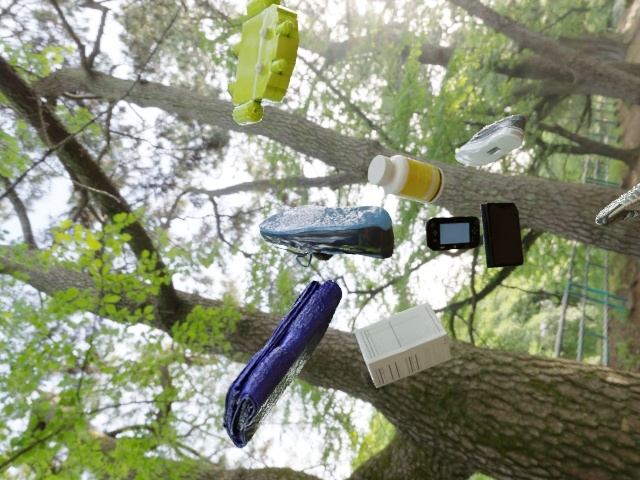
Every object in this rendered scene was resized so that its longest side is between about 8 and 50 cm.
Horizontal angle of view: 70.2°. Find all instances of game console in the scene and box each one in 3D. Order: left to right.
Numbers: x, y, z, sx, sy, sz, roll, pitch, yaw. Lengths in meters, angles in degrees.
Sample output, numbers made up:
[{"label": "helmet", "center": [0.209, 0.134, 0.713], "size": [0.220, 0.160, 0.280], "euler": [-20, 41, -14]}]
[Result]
[{"label": "game console", "center": [0.493, -0.012, 1.457], "size": [0.044, 0.361, 0.213], "euler": [162, 104, -69]}]

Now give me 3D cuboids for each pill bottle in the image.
[{"label": "pill bottle", "center": [0.138, -0.101, 0.741], "size": [0.116, 0.065, 0.065], "euler": [10, -81, -27]}]

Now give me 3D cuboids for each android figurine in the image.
[{"label": "android figurine", "center": [-0.116, -0.348, 0.879], "size": [0.056, 0.273, 0.248], "euler": [6, -81, -29]}]

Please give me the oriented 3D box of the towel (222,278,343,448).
[{"label": "towel", "center": [-0.076, 0.226, 0.884], "size": [0.308, 0.076, 0.228], "euler": [-47, -15, -43]}]

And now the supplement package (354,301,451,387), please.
[{"label": "supplement package", "center": [0.245, 0.312, 1.367], "size": [0.139, 0.244, 0.134], "euler": [-111, 1, -50]}]

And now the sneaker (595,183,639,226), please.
[{"label": "sneaker", "center": [0.848, -0.076, 1.181], "size": [0.228, 0.132, 0.086], "euler": [-36, -8, 1]}]

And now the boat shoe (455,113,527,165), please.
[{"label": "boat shoe", "center": [0.567, -0.336, 1.524], "size": [0.102, 0.108, 0.301], "euler": [-67, 11, -14]}]

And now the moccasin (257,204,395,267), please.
[{"label": "moccasin", "center": [0.000, 0.000, 0.993], "size": [0.138, 0.342, 0.117], "euler": [-44, -55, -36]}]
